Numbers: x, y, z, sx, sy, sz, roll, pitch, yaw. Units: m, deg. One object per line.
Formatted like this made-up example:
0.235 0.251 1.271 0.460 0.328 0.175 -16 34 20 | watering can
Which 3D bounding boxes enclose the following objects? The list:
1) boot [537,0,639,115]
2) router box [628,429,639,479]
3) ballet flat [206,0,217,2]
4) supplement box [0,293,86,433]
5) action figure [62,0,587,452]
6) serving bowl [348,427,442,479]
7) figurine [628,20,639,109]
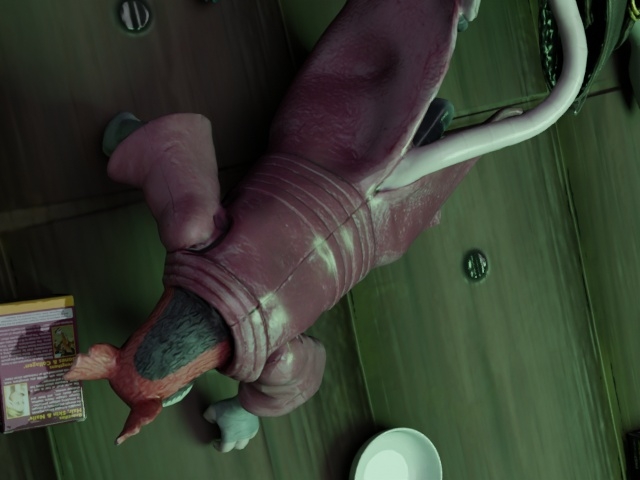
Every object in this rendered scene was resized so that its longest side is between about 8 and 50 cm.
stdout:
0.221 -0.243 0.697 0.229 0.091 0.263 -48 144 -35 | boot
0.352 0.218 0.959 0.123 0.038 0.092 -8 93 -29 | router box
-0.064 -0.225 0.741 0.041 0.041 0.114 40 71 -22 | ballet flat
-0.188 0.079 0.657 0.055 0.043 0.083 -5 91 -29 | supplement box
0.000 0.000 0.649 0.370 0.276 0.248 -48 117 -36 | action figure
0.055 0.189 0.799 0.083 0.027 0.083 0 89 -29 | serving bowl
0.339 -0.237 0.910 0.215 0.092 0.209 -33 111 0 | figurine
